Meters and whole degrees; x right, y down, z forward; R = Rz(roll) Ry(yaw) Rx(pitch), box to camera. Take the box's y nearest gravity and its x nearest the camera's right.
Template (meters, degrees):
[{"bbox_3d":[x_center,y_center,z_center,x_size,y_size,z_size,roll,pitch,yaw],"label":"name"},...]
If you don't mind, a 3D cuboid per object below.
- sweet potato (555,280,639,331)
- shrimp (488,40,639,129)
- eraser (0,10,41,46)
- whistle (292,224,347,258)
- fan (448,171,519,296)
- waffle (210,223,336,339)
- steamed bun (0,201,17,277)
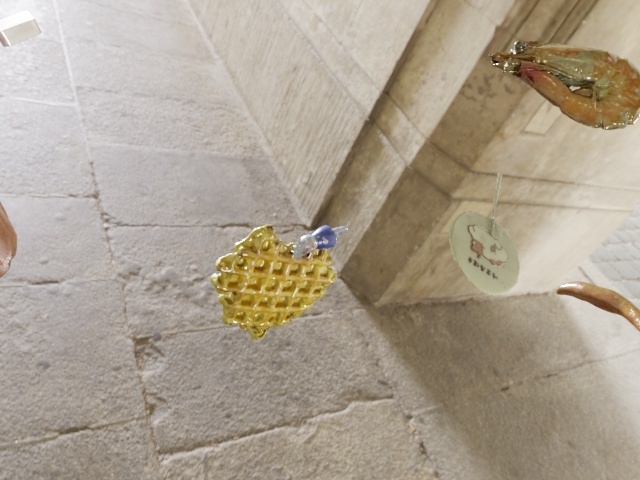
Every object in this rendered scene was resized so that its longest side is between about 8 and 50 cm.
[{"bbox_3d":[0.709,0.152,1.227,0.078,0.058,0.255,-24,29,-17],"label":"sweet potato"},{"bbox_3d":[0.440,-0.284,0.881,0.294,0.062,0.154,17,76,4],"label":"shrimp"},{"bbox_3d":[-0.502,-0.350,0.815,0.065,0.026,0.105,-30,42,-20],"label":"eraser"},{"bbox_3d":[0.000,0.000,0.606,0.083,0.033,0.029,-21,56,-34],"label":"whistle"},{"bbox_3d":[0.368,-0.032,1.063,0.190,0.009,0.329,32,56,-11],"label":"fan"},{"bbox_3d":[-0.093,0.079,1.034,0.291,0.291,0.051,1,28,-32],"label":"waffle"},{"bbox_3d":[-0.296,-0.007,0.298,0.175,0.145,0.106,-33,52,-24],"label":"steamed bun"}]
